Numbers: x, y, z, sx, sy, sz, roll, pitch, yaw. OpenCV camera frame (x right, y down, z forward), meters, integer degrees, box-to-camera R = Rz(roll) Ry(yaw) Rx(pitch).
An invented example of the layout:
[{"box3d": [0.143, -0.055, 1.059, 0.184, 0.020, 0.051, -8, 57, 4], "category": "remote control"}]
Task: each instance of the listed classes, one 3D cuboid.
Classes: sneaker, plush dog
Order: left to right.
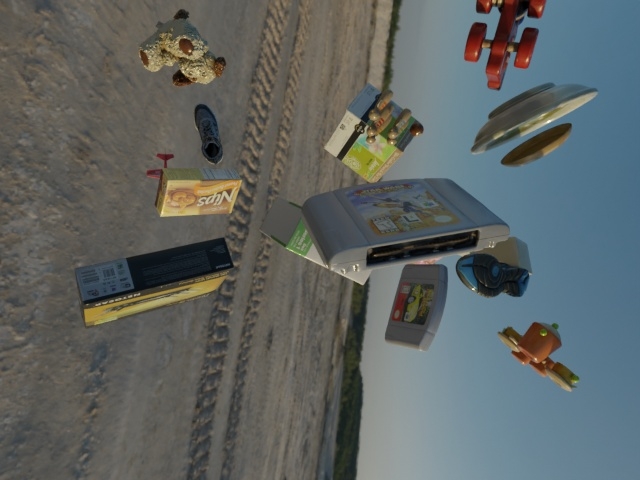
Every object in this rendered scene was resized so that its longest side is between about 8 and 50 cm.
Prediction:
[{"box3d": [-0.454, -0.645, 1.584, 0.225, 0.263, 0.210, 54, 41, -48], "category": "plush dog"}, {"box3d": [-0.478, -0.457, 1.961, 0.153, 0.101, 0.268, -132, -152, -68], "category": "sneaker"}, {"box3d": [0.507, 0.112, 1.418, 0.140, 0.341, 0.125, 13, -93, 51], "category": "sneaker"}]

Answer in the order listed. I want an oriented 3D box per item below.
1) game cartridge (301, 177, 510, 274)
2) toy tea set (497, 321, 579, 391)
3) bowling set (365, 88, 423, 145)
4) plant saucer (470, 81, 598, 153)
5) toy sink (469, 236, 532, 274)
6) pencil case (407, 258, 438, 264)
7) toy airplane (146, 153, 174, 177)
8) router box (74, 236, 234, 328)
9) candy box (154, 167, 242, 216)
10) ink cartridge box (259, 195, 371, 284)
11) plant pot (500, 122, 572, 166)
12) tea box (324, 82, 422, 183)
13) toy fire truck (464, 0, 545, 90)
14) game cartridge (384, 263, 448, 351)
[{"box3d": [0.127, -0.037, 0.756, 0.198, 0.297, 0.062, -117, -158, -51], "category": "game cartridge"}, {"box3d": [0.673, 0.322, 1.407, 0.124, 0.200, 0.336, -45, -179, -1], "category": "toy tea set"}, {"box3d": [0.284, -0.435, 1.766, 0.154, 0.200, 0.287, -55, 168, 0], "category": "bowling set"}, {"box3d": [0.663, -0.411, 1.471, 0.400, 0.401, 0.100, 9, 58, -85], "category": "plant saucer"}, {"box3d": [0.634, 0.082, 1.687, 0.153, 0.234, 0.131, 16, 66, -50], "category": "toy sink"}, {"box3d": [0.515, -0.002, 2.008, 0.386, 0.167, 0.160, 129, -25, -58], "category": "pencil case"}, {"box3d": [-0.640, -0.299, 1.877, 0.028, 0.151, 0.151, -164, -100, -71], "category": "toy airplane"}, {"box3d": [-0.379, 0.099, 1.037, 0.243, 0.309, 0.081, -41, -114, 58], "category": "router box"}, {"box3d": [-0.498, -0.199, 1.867, 0.087, 0.317, 0.183, 53, -48, 32], "category": "candy box"}, {"box3d": [0.000, 0.000, 1.270, 0.117, 0.278, 0.201, -62, -149, 1], "category": "ink cartridge box"}, {"box3d": [0.709, -0.304, 1.493, 0.032, 0.236, 0.236, 56, 14, -9], "category": "plant pot"}, {"box3d": [0.244, -0.500, 2.189, 0.220, 0.324, 0.329, -56, -177, -27], "category": "tea box"}, {"box3d": [0.517, -0.590, 1.264, 0.254, 0.169, 0.302, -19, 122, -67], "category": "toy fire truck"}, {"box3d": [0.328, 0.217, 1.535, 0.196, 0.060, 0.294, -3, -115, 53], "category": "game cartridge"}]
